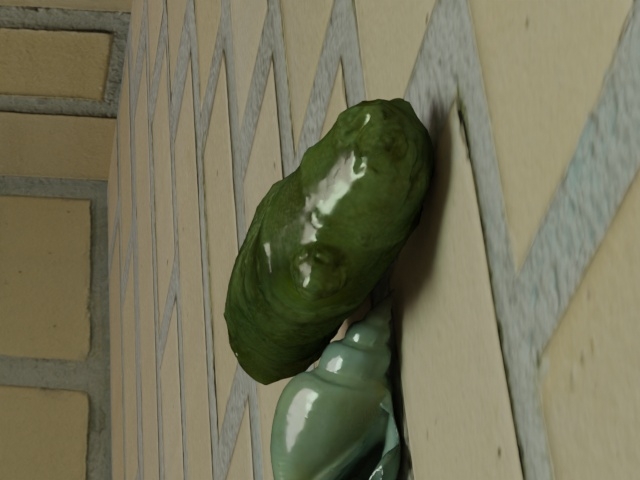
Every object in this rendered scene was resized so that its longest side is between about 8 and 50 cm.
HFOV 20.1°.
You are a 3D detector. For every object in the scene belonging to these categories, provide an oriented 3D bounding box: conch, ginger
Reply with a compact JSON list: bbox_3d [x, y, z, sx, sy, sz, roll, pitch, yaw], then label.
[{"bbox_3d":[0.017,0.113,1.040,0.065,0.088,0.180,-3,-65,-58],"label":"conch"},{"bbox_3d":[-0.003,0.001,1.055,0.137,0.089,0.290,-49,-4,-13],"label":"ginger"}]
